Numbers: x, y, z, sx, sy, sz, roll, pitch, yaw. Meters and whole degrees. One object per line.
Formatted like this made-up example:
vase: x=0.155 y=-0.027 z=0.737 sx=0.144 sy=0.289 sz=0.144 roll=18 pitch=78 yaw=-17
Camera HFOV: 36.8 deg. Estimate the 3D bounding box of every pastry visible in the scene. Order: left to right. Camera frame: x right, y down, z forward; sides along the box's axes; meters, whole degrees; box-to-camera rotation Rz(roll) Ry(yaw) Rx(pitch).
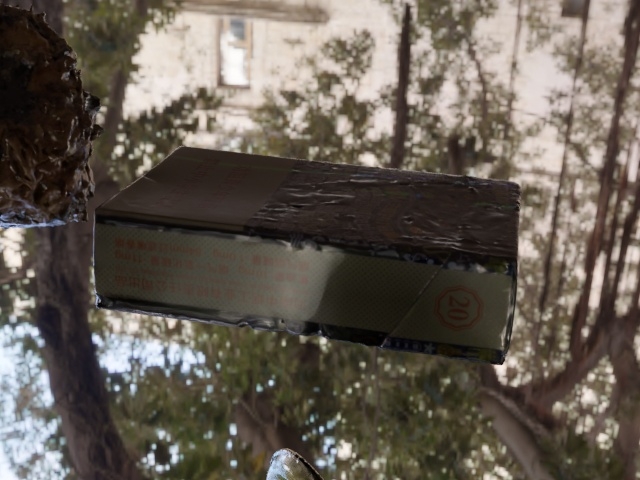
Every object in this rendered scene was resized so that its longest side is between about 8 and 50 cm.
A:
pastry: x=-0.352 y=-0.121 z=1.002 sx=0.193 sy=0.275 sz=0.275 roll=-24 pitch=-145 yaw=-34

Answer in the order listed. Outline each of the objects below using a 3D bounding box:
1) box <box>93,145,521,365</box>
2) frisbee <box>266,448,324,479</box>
box: x=0.000 y=0.000 z=0.767 sx=0.310 sy=0.084 sz=0.198 roll=7 pitch=-160 yaw=9
frisbee: x=0.018 y=0.246 z=0.619 sx=0.017 sy=0.236 sz=0.236 roll=-22 pitch=-148 yaw=-18
